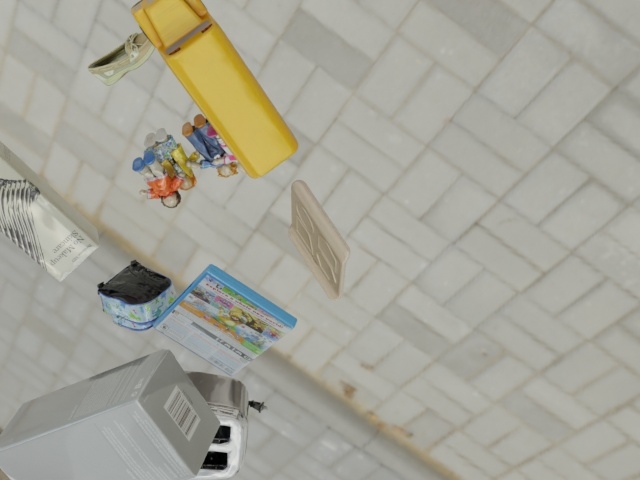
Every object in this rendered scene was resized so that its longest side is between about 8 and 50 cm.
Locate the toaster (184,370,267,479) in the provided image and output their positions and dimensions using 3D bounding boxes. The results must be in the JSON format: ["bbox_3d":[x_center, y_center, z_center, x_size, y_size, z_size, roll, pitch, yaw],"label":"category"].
[{"bbox_3d":[-0.188,0.271,1.426,0.227,0.146,0.129,6,102,-8],"label":"toaster"}]

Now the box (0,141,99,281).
[{"bbox_3d":[-0.549,-0.058,1.828,0.275,0.113,0.094,45,-177,-26],"label":"box"}]

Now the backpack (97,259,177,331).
[{"bbox_3d":[-0.298,0.099,1.641,0.114,0.105,0.084,15,130,36],"label":"backpack"}]

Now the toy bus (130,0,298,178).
[{"bbox_3d":[-0.172,-0.267,1.623,0.332,0.108,0.130,55,-179,-33],"label":"toy bus"}]

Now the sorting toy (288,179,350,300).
[{"bbox_3d":[0.000,0.000,1.923,0.193,0.038,0.208,56,161,21],"label":"sorting toy"}]

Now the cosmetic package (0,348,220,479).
[{"bbox_3d":[-0.255,0.234,1.159,0.238,0.107,0.127,-19,115,26],"label":"cosmetic package"}]

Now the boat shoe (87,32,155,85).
[{"bbox_3d":[-0.353,-0.336,1.767,0.153,0.056,0.048,-27,137,30],"label":"boat shoe"}]

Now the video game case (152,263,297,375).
[{"bbox_3d":[-0.115,0.097,1.147,0.119,0.015,0.166,34,141,-12],"label":"video game case"}]

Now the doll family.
[{"bbox_3d":[-0.238,-0.165,1.920,0.263,0.118,0.163,-22,139,9],"label":"doll family"}]
